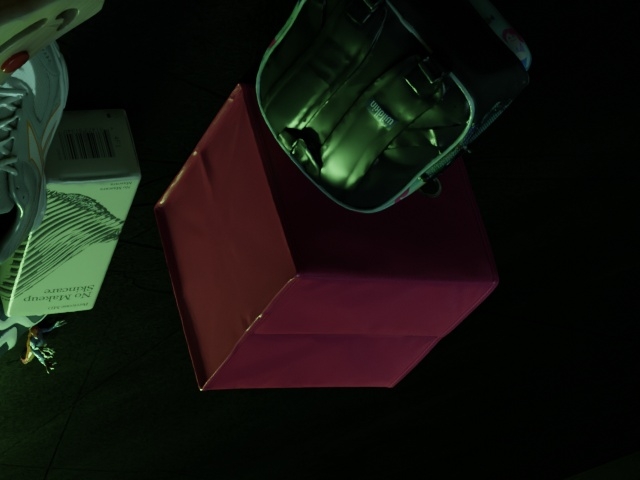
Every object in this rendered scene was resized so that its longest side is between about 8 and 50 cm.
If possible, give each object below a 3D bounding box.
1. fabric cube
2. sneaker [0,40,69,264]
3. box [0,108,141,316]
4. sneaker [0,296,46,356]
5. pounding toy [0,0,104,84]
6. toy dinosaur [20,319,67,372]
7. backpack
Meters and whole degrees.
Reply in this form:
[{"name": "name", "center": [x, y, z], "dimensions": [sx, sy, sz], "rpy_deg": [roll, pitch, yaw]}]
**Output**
[{"name": "fabric cube", "center": [0.000, 0.000, 1.937], "dimensions": [0.258, 0.254, 0.259], "rpy_deg": [3, 146, -31]}, {"name": "sneaker", "center": [-0.302, -0.088, 1.659], "dimensions": [0.099, 0.121, 0.262], "rpy_deg": [7, 121, 0]}, {"name": "box", "center": [-0.282, -0.027, 1.893], "dimensions": [0.113, 0.094, 0.275], "rpy_deg": [-5, 149, -22]}, {"name": "sneaker", "center": [-0.440, 0.097, 2.023], "dimensions": [0.235, 0.094, 0.153], "rpy_deg": [-6, 143, -41]}, {"name": "pounding toy", "center": [-0.304, -0.229, 1.536], "dimensions": [0.269, 0.155, 0.154], "rpy_deg": [-41, 172, 34]}, {"name": "toy dinosaur", "center": [-0.362, 0.132, 2.193], "dimensions": [0.090, 0.047, 0.082], "rpy_deg": [-15, 135, 17]}, {"name": "backpack", "center": [0.065, -0.160, 1.712], "dimensions": [0.191, 0.225, 0.253], "rpy_deg": [-34, 170, -46]}]
